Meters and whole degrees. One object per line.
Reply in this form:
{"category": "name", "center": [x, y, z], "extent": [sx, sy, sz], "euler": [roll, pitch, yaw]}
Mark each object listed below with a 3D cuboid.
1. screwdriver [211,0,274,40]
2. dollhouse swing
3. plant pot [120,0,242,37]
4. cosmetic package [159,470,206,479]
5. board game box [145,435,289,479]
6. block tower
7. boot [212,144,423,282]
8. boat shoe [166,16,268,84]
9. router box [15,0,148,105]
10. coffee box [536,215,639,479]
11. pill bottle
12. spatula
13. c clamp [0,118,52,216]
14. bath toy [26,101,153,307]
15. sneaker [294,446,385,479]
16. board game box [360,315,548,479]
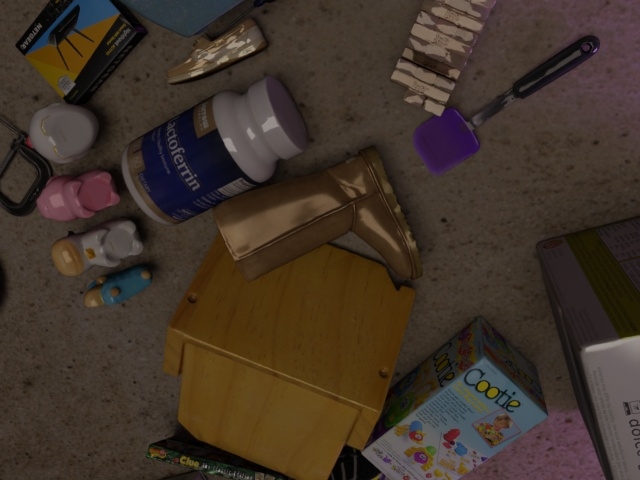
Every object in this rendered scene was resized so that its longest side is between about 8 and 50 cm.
{"category": "screwdriver", "center": [-0.112, -0.355, 0.924], "extent": [0.169, 0.024, 0.025], "euler": [-23, 74, 25]}
{"category": "dollhouse swing", "center": [-0.062, 0.205, 1.061], "extent": [0.346, 0.315, 0.305], "euler": [20, 148, 5]}
{"category": "plant pot", "center": [-0.185, -0.427, 0.799], "extent": [0.247, 0.248, 0.252], "euler": [-25, 118, 19]}
{"category": "cosmetic package", "center": [-0.369, 0.605, 1.250], "extent": [0.296, 0.153, 0.129], "euler": [-20, 106, 19]}
{"category": "board game box", "center": [-0.190, 0.427, 1.160], "extent": [0.259, 0.136, 0.030], "euler": [11, 78, 7]}
{"category": "block tower", "center": [0.199, -0.346, 0.819], "extent": [0.090, 0.097, 0.336], "euler": [24, 111, 2]}
{"category": "boot", "center": [0.000, 0.000, 0.952], "extent": [0.269, 0.089, 0.236], "euler": [-24, 96, 1]}
{"category": "boat shoe", "center": [-0.167, -0.294, 0.935], "extent": [0.170, 0.063, 0.059], "euler": [-21, 102, 8]}
{"category": "router box", "center": [-0.388, -0.327, 0.974], "extent": [0.179, 0.046, 0.133], "euler": [-39, 98, 21]}
{"category": "coffee box", "center": [0.518, 0.166, 0.802], "extent": [0.334, 0.338, 0.338], "euler": [-16, 106, 16]}
{"category": "pill bottle", "center": [-0.162, -0.140, 0.937], "extent": [0.264, 0.153, 0.153], "euler": [-24, 103, 18]}
{"category": "spatula", "center": [0.269, -0.204, 0.888], "extent": [0.296, 0.030, 0.084], "euler": [-34, 97, 21]}
{"category": "c clamp", "center": [-0.562, -0.127, 1.099], "extent": [0.137, 0.022, 0.161], "euler": [34, 111, -7]}
{"category": "bath toy", "center": [-0.413, -0.062, 1.040], "extent": [0.151, 0.129, 0.348], "euler": [-23, 111, -27]}
{"category": "sneaker", "center": [0.015, 0.507, 1.171], "extent": [0.300, 0.111, 0.121], "euler": [-37, 115, 23]}
{"category": "board game box", "center": [0.219, 0.286, 1.014], "extent": [0.144, 0.142, 0.275], "euler": [43, 112, -5]}
